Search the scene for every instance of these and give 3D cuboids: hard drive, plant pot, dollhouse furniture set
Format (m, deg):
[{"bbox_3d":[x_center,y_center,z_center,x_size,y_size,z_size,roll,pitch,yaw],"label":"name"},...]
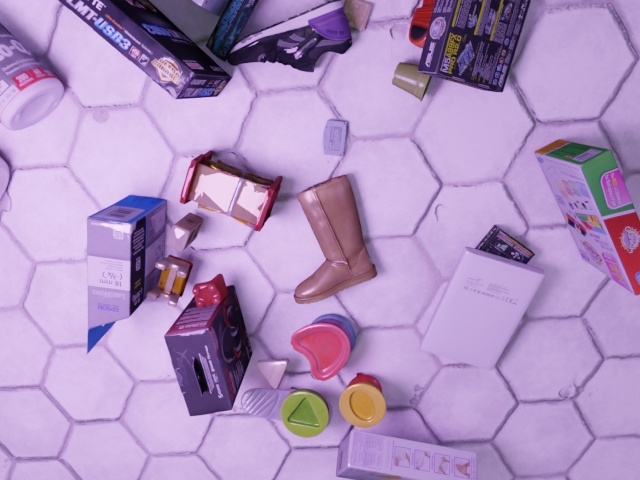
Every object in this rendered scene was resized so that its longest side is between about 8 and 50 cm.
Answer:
[{"bbox_3d":[0.408,0.181,1.244,0.203,0.040,0.307,17,116,-1],"label":"hard drive"},{"bbox_3d":[0.207,-0.368,1.101,0.079,0.083,0.083,22,107,8],"label":"plant pot"},{"bbox_3d":[-0.255,-0.009,1.188,0.202,0.152,0.373,22,107,-3],"label":"dollhouse furniture set"}]

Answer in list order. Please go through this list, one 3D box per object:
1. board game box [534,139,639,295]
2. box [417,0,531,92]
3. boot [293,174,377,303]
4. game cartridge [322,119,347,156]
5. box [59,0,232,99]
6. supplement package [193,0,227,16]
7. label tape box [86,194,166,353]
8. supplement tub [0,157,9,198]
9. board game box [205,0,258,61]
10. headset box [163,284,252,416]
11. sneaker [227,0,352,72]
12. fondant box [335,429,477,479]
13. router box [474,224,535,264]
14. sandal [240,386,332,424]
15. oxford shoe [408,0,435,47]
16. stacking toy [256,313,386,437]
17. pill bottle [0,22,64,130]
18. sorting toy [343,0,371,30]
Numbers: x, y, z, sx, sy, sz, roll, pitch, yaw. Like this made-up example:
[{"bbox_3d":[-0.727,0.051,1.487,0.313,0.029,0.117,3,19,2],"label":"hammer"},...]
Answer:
[{"bbox_3d":[0.611,-0.063,1.082,0.064,0.242,0.316,-28,104,10],"label":"board game box"},{"bbox_3d":[0.333,-0.466,1.014,0.217,0.060,0.269,1,110,-32],"label":"box"},{"bbox_3d":[0.000,0.000,1.216,0.236,0.089,0.269,-23,105,-4],"label":"boot"},{"bbox_3d":[0.033,-0.248,1.173,0.056,0.017,0.083,6,107,-3],"label":"game cartridge"},{"bbox_3d":[-0.345,-0.414,0.997,0.293,0.295,0.073,39,107,-8],"label":"box"},{"bbox_3d":[-0.268,-0.618,1.006,0.203,0.149,0.194,33,105,-7],"label":"supplement package"},{"bbox_3d":[-0.465,0.078,1.179,0.106,0.240,0.333,8,108,-1],"label":"label tape box"},{"bbox_3d":[-0.922,-0.177,1.150,0.272,0.191,0.191,29,106,-6],"label":"supplement tub"},{"bbox_3d":[-0.187,-0.490,1.056,0.026,0.126,0.186,23,108,-35],"label":"board game box"},{"bbox_3d":[-0.269,0.268,1.198,0.110,0.293,0.217,-10,105,6],"label":"headset box"},{"bbox_3d":[-0.068,-0.424,1.082,0.284,0.107,0.124,-18,111,9],"label":"sneaker"},{"bbox_3d":[0.222,0.608,1.312,0.331,0.096,0.238,10,149,-1],"label":"fondant box"},{"bbox_3d":[0.459,0.032,1.222,0.123,0.038,0.092,34,106,-8],"label":"router box"},{"bbox_3d":[-0.094,0.454,1.356,0.266,0.076,0.101,18,85,-14],"label":"sandal"},{"bbox_3d":[0.283,-0.538,1.050,0.099,0.097,0.271,16,103,-36],"label":"oxford shoe"},{"bbox_3d":[0.007,0.364,1.314,0.280,0.130,0.308,-26,93,14],"label":"stacking toy"},{"bbox_3d":[-0.746,-0.403,1.089,0.161,0.161,0.283,-41,101,13],"label":"pill bottle"},{"bbox_3d":[0.082,-0.523,1.089,0.062,0.012,0.083,20,110,2],"label":"sorting toy"}]
